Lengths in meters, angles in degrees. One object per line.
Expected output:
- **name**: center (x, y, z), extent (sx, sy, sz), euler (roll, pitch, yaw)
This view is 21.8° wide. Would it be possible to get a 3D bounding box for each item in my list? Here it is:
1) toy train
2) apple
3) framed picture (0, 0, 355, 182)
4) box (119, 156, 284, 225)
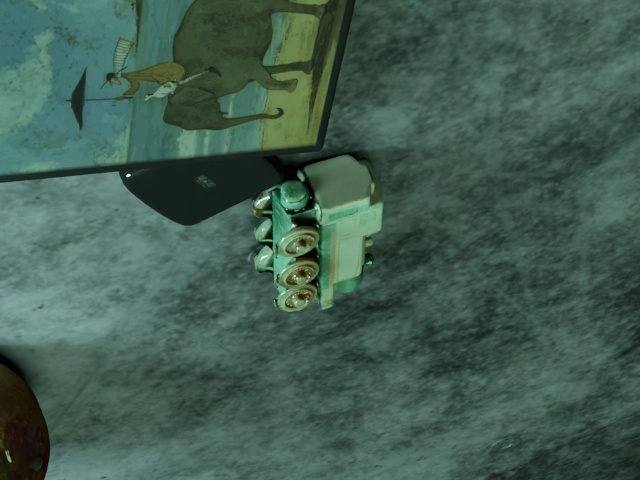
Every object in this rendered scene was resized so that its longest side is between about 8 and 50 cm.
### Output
- **toy train**: center (0.000, 0.000, 1.661), extent (0.125, 0.081, 0.194), euler (-16, 147, -11)
- **apple**: center (-0.387, 0.220, 1.740), extent (0.207, 0.174, 0.188), euler (-30, 153, -11)
- **framed picture**: center (-0.142, -0.152, 1.385), extent (0.347, 0.016, 0.265), euler (-5, 140, -18)
- **box**: center (-0.112, -0.065, 1.558), extent (0.125, 0.027, 0.126), euler (-25, 149, 17)
